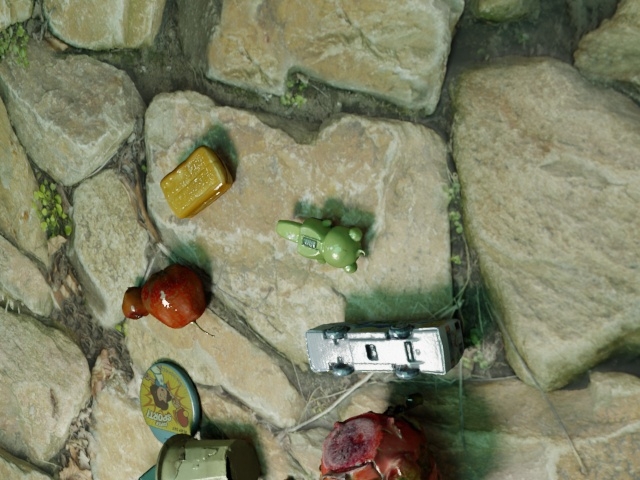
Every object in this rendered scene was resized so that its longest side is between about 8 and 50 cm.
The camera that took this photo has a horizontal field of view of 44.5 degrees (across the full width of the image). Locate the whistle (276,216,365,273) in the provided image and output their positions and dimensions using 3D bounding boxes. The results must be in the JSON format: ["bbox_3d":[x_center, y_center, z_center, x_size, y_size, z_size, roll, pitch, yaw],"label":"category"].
[{"bbox_3d":[0.000,0.000,1.714,0.228,0.085,0.105,18,110,30],"label":"whistle"}]

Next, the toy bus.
[{"bbox_3d":[0.131,0.217,1.640,0.330,0.136,0.108,-5,100,36],"label":"toy bus"}]

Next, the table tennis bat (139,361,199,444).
[{"bbox_3d":[-0.413,0.492,2.154,0.215,0.044,0.328,6,103,33],"label":"table tennis bat"}]

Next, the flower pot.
[{"bbox_3d":[-0.281,0.585,1.990,0.203,0.212,0.212,-16,92,29],"label":"flower pot"}]

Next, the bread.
[{"bbox_3d":[-0.297,-0.140,1.895,0.200,0.077,0.115,-34,79,34],"label":"bread"}]

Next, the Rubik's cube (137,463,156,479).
[{"bbox_3d":[-0.447,0.794,2.109,0.231,0.225,0.221,26,127,26],"label":"Rubik's cube"}]

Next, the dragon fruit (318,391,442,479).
[{"bbox_3d":[0.142,0.500,1.645,0.250,0.269,0.291,-27,120,29],"label":"dragon fruit"}]

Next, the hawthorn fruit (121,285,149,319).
[{"bbox_3d":[-0.500,0.164,2.113,0.081,0.081,0.093,-39,64,35],"label":"hawthorn fruit"}]

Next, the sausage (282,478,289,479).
[{"bbox_3d":[-0.097,0.649,1.970,0.034,0.034,0.129,29,116,27],"label":"sausage"}]

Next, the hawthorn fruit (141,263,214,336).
[{"bbox_3d":[-0.354,0.164,1.981,0.163,0.162,0.203,-13,111,37],"label":"hawthorn fruit"}]
